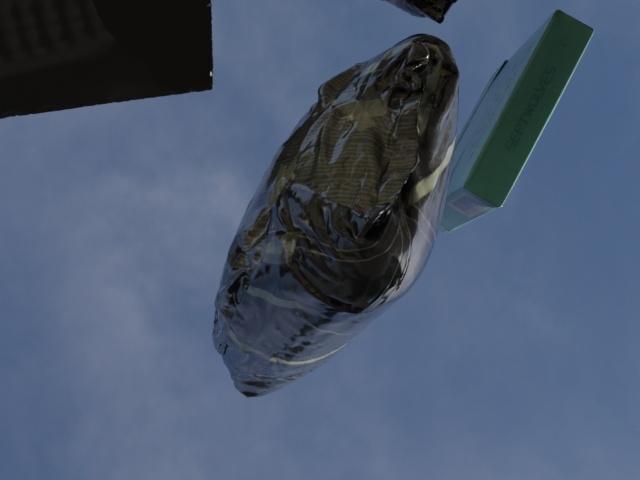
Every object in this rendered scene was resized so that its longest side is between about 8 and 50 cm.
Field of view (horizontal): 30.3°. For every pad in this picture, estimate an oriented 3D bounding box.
[{"bbox_3d":[-0.191,-0.154,0.797,0.243,0.163,0.004,-10,-139,-16],"label":"pad"}]

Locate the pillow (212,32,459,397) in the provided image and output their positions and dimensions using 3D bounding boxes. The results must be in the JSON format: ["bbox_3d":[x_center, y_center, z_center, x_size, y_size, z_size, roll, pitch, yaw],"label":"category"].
[{"bbox_3d":[0.000,0.000,0.682,0.093,0.335,0.161,26,-111,-3],"label":"pillow"}]

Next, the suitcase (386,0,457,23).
[{"bbox_3d":[0.058,-0.315,0.980,0.128,0.312,0.202,26,-74,-32],"label":"suitcase"}]

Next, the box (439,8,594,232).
[{"bbox_3d":[0.150,-0.092,1.012,0.041,0.229,0.162,29,-96,-1],"label":"box"}]
